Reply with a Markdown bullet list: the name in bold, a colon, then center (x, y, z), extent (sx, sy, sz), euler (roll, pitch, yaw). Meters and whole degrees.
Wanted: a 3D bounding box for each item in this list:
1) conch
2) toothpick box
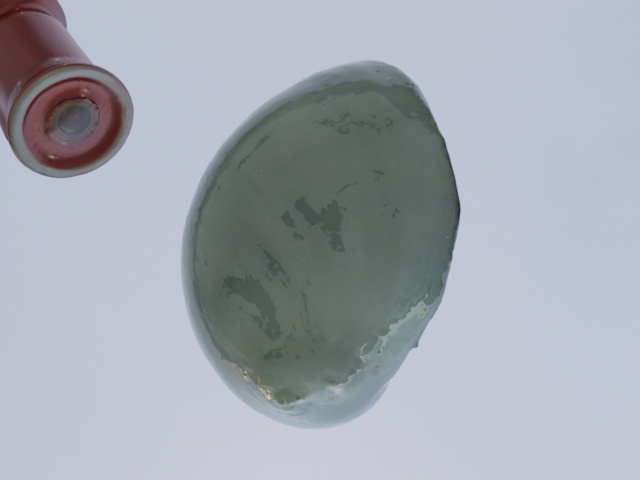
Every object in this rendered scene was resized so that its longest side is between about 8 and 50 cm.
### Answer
- **conch**: center (-0.003, 0.002, 0.639), extent (0.185, 0.121, 0.221), euler (7, -86, 32)
- **toothpick box**: center (-0.108, -0.064, 0.420), extent (0.047, 0.047, 0.083), euler (-53, -135, 12)
